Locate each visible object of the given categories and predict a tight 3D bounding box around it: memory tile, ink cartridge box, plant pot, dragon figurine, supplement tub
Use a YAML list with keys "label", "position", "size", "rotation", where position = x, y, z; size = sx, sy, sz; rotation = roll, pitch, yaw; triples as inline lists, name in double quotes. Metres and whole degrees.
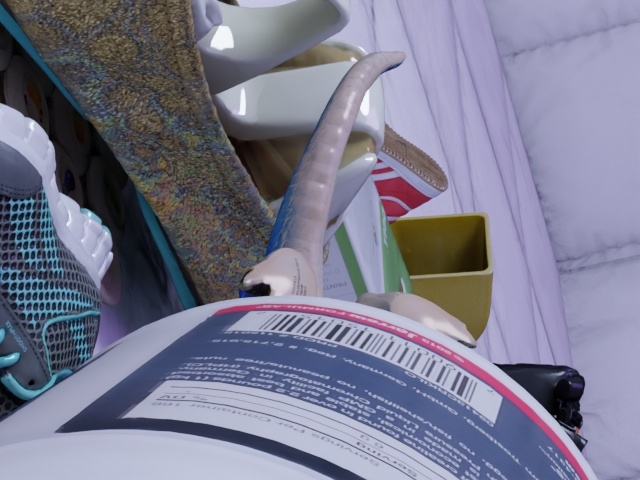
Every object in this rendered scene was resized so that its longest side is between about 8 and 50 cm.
- label: "memory tile"
  position: [-0.100, -0.057, 0.730]
  size: [0.113, 0.012, 0.148]
  rotation: [-89, 164, -52]
- label: "ink cartridge box"
  position: [0.000, 0.000, 1.071]
  size: [0.209, 0.062, 0.109]
  rotation: [68, 14, -45]
- label: "plant pot"
  position: [0.093, 0.037, 1.508]
  size: [0.081, 0.081, 0.083]
  rotation: [-88, 172, -56]
- label: "dragon figurine"
  position: [-0.019, 0.075, 0.662]
  size: [0.144, 0.085, 0.289]
  rotation: [-41, -134, 51]
- label: "supplement tub"
  position: [-0.024, 0.122, 0.426]
  size: [0.272, 0.191, 0.191]
  rotation: [-37, 114, -79]

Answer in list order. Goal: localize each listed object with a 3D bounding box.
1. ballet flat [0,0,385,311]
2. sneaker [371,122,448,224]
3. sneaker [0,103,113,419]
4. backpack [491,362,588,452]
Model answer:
- label: "ballet flat"
  position: [-0.036, -0.062, 0.726]
  size: [0.348, 0.123, 0.123]
  rotation: [62, 18, -56]
- label: "sneaker"
  position: [0.027, -0.054, 1.377]
  size: [0.118, 0.067, 0.042]
  rotation: [38, 32, -25]
- label: "sneaker"
  position: [-0.096, 0.014, 0.540]
  size: [0.166, 0.065, 0.076]
  rotation: [51, 33, -65]
- label: "backpack"
  position: [0.098, 0.166, 1.200]
  size: [0.115, 0.151, 0.182]
  rotation: [3, 87, -70]
